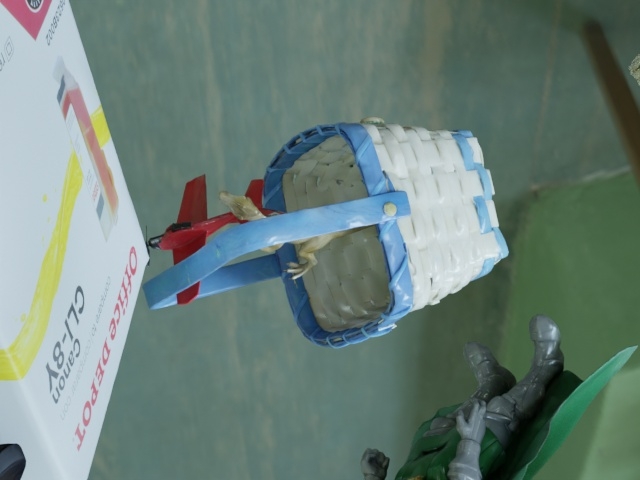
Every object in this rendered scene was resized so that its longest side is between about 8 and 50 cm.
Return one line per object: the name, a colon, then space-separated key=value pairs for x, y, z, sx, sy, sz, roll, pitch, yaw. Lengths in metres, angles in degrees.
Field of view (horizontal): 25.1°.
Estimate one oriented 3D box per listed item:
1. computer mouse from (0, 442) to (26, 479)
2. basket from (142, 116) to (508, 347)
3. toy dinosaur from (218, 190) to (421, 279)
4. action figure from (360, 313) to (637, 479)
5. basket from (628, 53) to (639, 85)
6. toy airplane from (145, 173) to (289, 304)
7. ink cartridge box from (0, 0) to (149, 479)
computer mouse: x=-0.297 y=0.246 z=0.957 sx=0.060 sy=0.184 sz=0.262 roll=32 pitch=115 yaw=8
basket: x=0.000 y=0.000 z=1.328 sx=0.289 sy=0.201 sz=0.255 roll=-17 pitch=176 yaw=-30
toy dinosaur: x=-0.005 y=-0.008 z=1.257 sx=0.183 sy=0.053 sz=0.092 roll=2 pitch=154 yaw=-21
action figure: x=0.061 y=0.120 z=0.715 sx=0.137 sy=0.232 sz=0.063 roll=-30 pitch=100 yaw=38
basket: x=0.276 y=-0.116 z=0.822 sx=0.113 sy=0.103 sz=0.167 roll=-40 pitch=-178 yaw=-31
toy airplane: x=-0.103 y=-0.011 z=1.344 sx=0.151 sy=0.151 sz=0.028 roll=-22 pitch=139 yaw=13
ink cartridge box: x=-0.263 y=-0.030 z=1.039 sx=0.161 sy=0.279 sz=0.384 roll=-2 pitch=132 yaw=10
